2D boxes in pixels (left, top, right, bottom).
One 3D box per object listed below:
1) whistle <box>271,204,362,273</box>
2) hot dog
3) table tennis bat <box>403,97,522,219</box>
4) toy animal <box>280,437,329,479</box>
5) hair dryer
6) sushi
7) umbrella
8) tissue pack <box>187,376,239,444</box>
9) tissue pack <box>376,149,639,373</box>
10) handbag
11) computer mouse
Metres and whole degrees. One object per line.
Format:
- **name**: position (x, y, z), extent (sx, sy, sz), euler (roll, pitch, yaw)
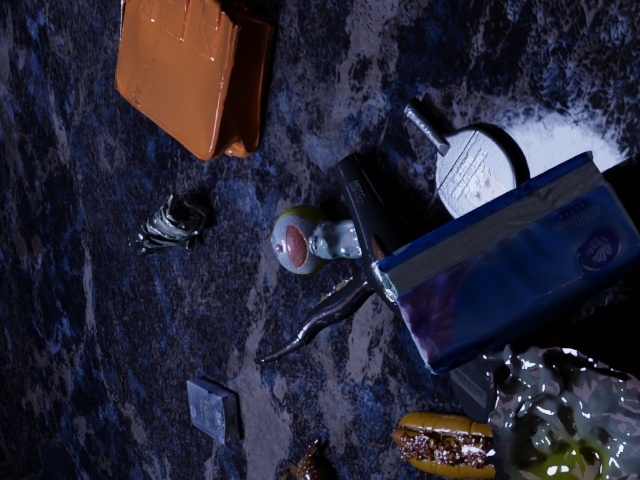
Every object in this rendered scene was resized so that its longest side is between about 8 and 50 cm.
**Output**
- **whistle**: position (0.000, 0.000, 1.448), extent (0.223, 0.123, 0.123), euler (0, 102, 38)
- **hot dog**: position (0.197, 0.316, 1.318), extent (0.249, 0.076, 0.102), euler (-6, 100, 53)
- **table tennis bat**: position (0.196, -0.112, 1.218), extent (0.236, 0.027, 0.150), euler (53, 138, 24)
- **toy animal**: position (0.012, 0.507, 1.621), extent (0.244, 0.087, 0.260), euler (60, 144, 18)
- **hair dryer**: position (0.013, 0.065, 1.353), extent (0.359, 0.120, 0.304), euler (-41, 63, 20)
- **sushi**: position (0.347, 0.208, 0.897), extent (0.281, 0.294, 0.300), euler (6, 106, 51)
- **umbrella**: position (-0.356, -0.008, 1.917), extent (0.357, 0.113, 0.106), euler (-23, 56, 58)
- **tissue pack**: position (-0.241, 0.379, 1.938), extent (0.156, 0.051, 0.112), euler (11, 110, 51)
- **tissue pack**: position (0.213, 0.036, 0.998), extent (0.146, 0.263, 0.198), euler (63, -176, 14)
- **handbag**: position (-0.254, -0.355, 1.659), extent (0.410, 0.116, 0.304), euler (39, 127, 38)
- **computer mouse**: position (0.235, 0.119, 1.190), extent (0.147, 0.088, 0.264), euler (-138, 40, -61)
